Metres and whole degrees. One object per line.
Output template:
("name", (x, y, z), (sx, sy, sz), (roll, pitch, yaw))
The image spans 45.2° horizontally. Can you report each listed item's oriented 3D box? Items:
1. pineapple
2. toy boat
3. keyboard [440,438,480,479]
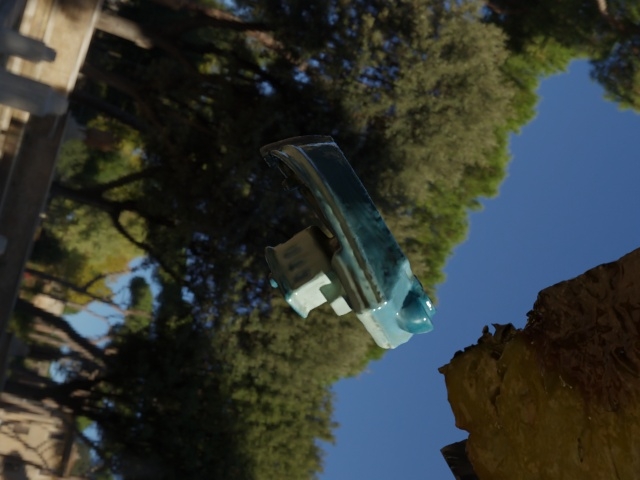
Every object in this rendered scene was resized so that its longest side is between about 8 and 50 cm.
("pineapple", (0.185, 0.080, 0.338), (0.249, 0.164, 0.140), (-36, -126, 43))
("toy boat", (0.000, 0.000, 0.582), (0.102, 0.088, 0.215), (-29, -125, 3))
("keyboard", (0.158, 0.208, 0.600), (0.196, 0.074, 0.015), (-122, -160, -68))
